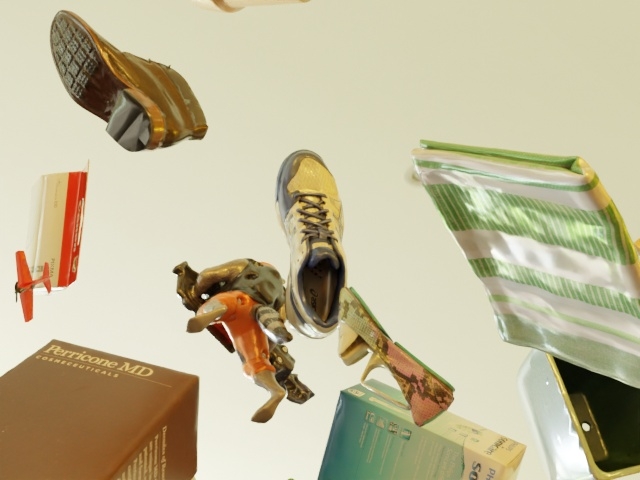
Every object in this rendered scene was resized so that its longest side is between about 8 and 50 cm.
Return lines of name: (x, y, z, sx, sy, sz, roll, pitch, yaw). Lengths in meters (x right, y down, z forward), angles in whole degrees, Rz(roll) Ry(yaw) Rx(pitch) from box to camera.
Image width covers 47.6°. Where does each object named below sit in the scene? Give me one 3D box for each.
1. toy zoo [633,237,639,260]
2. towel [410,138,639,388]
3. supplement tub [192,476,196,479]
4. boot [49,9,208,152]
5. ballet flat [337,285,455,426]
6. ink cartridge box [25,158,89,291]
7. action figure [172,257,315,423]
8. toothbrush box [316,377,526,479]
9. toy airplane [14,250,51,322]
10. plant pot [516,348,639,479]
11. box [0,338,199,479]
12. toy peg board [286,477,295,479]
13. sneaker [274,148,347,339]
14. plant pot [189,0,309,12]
toy zoo: (0.572, 0.152, 1.347, 0.192, 0.030, 0.293, 48, -38, 18)
towel: (0.246, 0.031, 0.809, 0.248, 0.038, 0.324, 16, -35, 52)
supplement tub: (-0.389, 0.525, 1.408, 0.191, 0.191, 0.272, -22, -18, 33)
boot: (-0.226, -0.184, 0.851, 0.082, 0.219, 0.106, -49, -21, 29)
ballet flat: (0.072, 0.144, 0.907, 0.079, 0.221, 0.077, -42, -38, -4)
ink cartridge box: (-0.684, -0.026, 1.856, 0.091, 0.308, 0.385, 8, -13, -28)
action figure: (-0.088, 0.150, 1.207, 0.178, 0.330, 0.341, -40, -72, 15)
toothbrush box: (0.157, 0.388, 1.197, 0.296, 0.216, 0.126, 18, 10, 30)
toy airplane: (-0.589, 0.090, 1.488, 0.028, 0.151, 0.151, -3, -37, 4)
plant pot: (0.489, 0.305, 1.287, 0.247, 0.247, 0.252, -7, -27, -14)
box: (-0.273, 0.245, 0.650, 0.191, 0.381, 0.143, 11, -70, 13)
toy peg board: (-0.074, 0.436, 1.080, 0.161, 0.161, 0.079, -20, -50, 26)
sneaker: (0.000, 0.000, 1.098, 0.112, 0.296, 0.131, -5, -5, -14)
plant pot: (-0.097, -0.458, 1.154, 0.188, 0.205, 0.205, 17, -33, 20)
